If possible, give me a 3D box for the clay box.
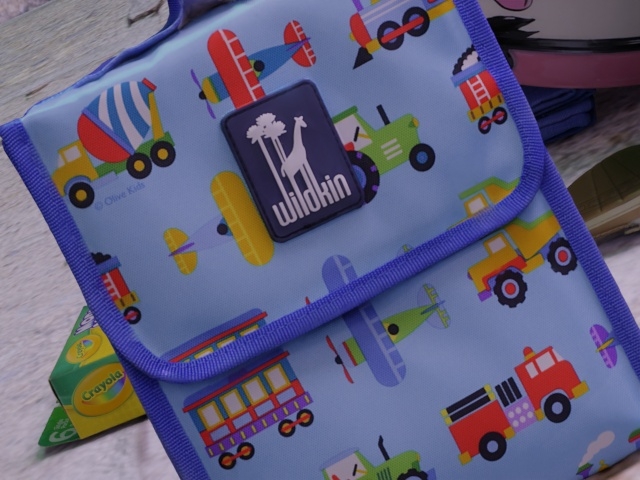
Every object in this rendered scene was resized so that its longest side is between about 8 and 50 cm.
[{"bbox_3d":[-0.088,0.057,1.249,0.222,0.053,0.127,-21,17,11],"label":"clay box"}]

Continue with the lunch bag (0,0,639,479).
[{"bbox_3d":[0.000,0.000,0.884,0.221,0.293,0.138,-28,17,-8],"label":"lunch bag"}]

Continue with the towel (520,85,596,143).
[{"bbox_3d":[0.089,-0.144,1.492,0.243,0.040,0.336,-23,32,15],"label":"towel"}]

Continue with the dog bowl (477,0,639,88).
[{"bbox_3d":[0.188,-0.258,1.405,0.408,0.150,0.408,-1,36,1],"label":"dog bowl"}]

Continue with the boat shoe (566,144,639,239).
[{"bbox_3d":[0.212,-0.035,1.132,0.153,0.048,0.056,-31,29,6],"label":"boat shoe"}]
